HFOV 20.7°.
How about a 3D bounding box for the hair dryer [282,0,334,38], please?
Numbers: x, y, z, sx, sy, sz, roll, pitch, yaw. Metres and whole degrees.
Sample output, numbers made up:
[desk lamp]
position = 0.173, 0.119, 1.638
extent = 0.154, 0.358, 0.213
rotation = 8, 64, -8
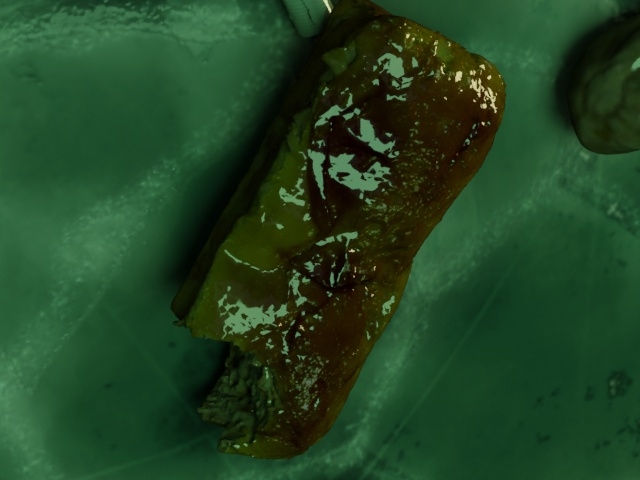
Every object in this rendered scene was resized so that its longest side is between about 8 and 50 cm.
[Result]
[hair dryer]
position = -0.052, -0.240, 1.321
extent = 0.131, 0.073, 0.236
rotation = -34, 129, -7

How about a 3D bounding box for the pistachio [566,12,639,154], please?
[pistachio]
position = 0.291, -0.141, 1.490
extent = 0.185, 0.108, 0.126
rotation = -36, 144, -17

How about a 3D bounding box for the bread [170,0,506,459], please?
[bread]
position = 0.000, 0.000, 1.388
extent = 0.185, 0.109, 0.380
rotation = 18, 105, -43
